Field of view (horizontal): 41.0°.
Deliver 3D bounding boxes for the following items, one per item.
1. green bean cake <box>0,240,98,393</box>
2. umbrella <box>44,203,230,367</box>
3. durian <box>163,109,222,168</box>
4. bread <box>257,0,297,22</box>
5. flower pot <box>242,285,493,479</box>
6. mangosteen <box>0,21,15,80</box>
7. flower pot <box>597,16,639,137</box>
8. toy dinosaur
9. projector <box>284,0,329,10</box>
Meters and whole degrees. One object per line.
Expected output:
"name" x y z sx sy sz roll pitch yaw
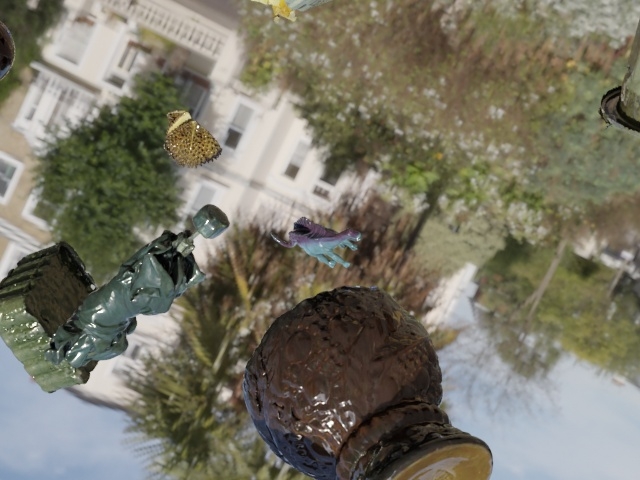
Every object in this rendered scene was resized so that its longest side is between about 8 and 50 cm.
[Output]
"green bean cake" -0.557 0.162 1.791 0.241 0.132 0.255 -85 -28 -55
"umbrella" -0.257 0.074 1.239 0.094 0.348 0.143 52 -159 3
"durian" -0.228 -0.160 1.443 0.110 0.071 0.140 43 169 -4
"bread" -0.092 -0.446 1.362 0.147 0.152 0.127 7 -145 -33
"flower pot" 0.068 0.232 1.095 0.266 0.267 0.267 21 -160 -43
"mangosteen" -0.526 -0.290 1.281 0.140 0.140 0.140 26 -174 -3
"flower pot" 0.504 -0.261 1.060 0.290 0.259 0.290 -2 -154 1
"toy dinosaur" 0.000 0.000 1.111 0.080 0.045 0.197 38 160 -28
"projector" 0.017 -0.360 0.853 0.099 0.192 0.256 -27 -171 -28
